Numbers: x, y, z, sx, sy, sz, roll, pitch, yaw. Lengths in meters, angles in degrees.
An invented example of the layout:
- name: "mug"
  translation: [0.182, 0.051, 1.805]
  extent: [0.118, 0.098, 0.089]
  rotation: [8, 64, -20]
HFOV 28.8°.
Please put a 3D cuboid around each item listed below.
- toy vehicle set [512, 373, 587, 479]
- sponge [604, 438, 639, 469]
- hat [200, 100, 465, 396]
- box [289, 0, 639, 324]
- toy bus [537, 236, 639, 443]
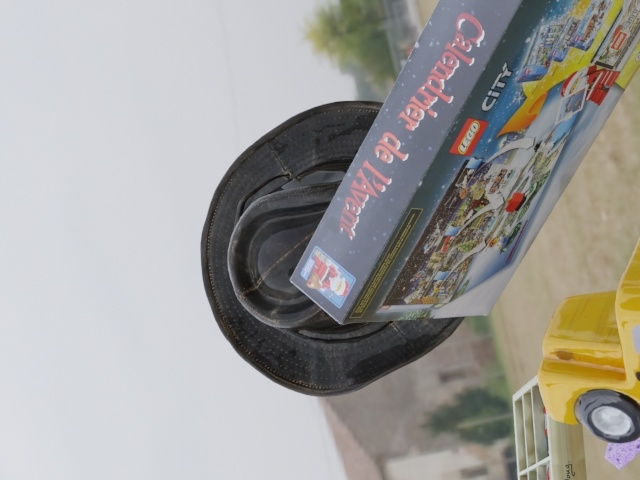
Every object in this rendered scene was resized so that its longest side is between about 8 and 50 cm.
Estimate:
- name: "toy vehicle set"
  translation: [0.245, 0.280, 1.313]
  extent: [0.166, 0.035, 0.267]
  rotation: [100, 170, -72]
- name: "sponge"
  translation: [0.440, 0.191, 1.554]
  extent: [0.031, 0.210, 0.117]
  rotation: [39, -139, 3]
- name: "hat"
  translation: [0.000, 0.000, 1.278]
  extent: [0.134, 0.331, 0.331]
  rotation: [14, -118, -68]
- name: "box"
  translation: [0.095, -0.062, 0.685]
  extent: [0.044, 0.233, 0.159]
  rotation: [40, -158, 31]
- name: "toy bus"
  translation: [0.315, 0.067, 0.845]
  extent: [0.108, 0.332, 0.130]
  rotation: [-53, -46, -44]
